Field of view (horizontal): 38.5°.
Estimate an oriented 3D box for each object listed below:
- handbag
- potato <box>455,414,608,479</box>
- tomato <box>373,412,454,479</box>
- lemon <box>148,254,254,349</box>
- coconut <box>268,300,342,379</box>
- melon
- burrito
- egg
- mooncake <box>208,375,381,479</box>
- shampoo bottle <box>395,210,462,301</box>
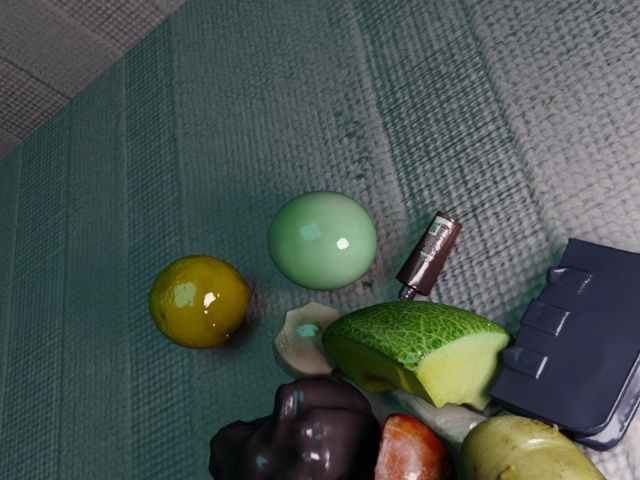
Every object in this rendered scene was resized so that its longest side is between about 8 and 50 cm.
[{"bbox_3d":[0.444,0.169,1.557,0.269,0.118,0.326,20,74,47],"label":"handbag"},{"bbox_3d":[0.341,0.422,1.402,0.270,0.219,0.359,106,147,-47],"label":"potato"},{"bbox_3d":[0.166,0.427,1.630,0.139,0.200,0.233,4,62,14],"label":"tomato"},{"bbox_3d":[-0.297,0.149,2.206,0.253,0.228,0.228,-11,59,45],"label":"lemon"},{"bbox_3d":[-0.023,0.210,1.926,0.170,0.183,0.171,2,66,-4],"label":"coconut"},{"bbox_3d":[0.152,0.208,1.699,0.343,0.331,0.226,19,111,44],"label":"melon"},{"bbox_3d":[0.221,0.321,1.725,0.082,0.059,0.275,-34,35,-20],"label":"burrito"},{"bbox_3d":[0.000,0.000,2.008,0.269,0.220,0.220,8,72,47],"label":"egg"},{"bbox_3d":[-0.058,0.459,1.783,0.381,0.212,0.351,-47,46,29],"label":"mooncake"},{"bbox_3d":[0.212,0.056,1.890,0.236,0.067,0.068,-60,32,-1],"label":"shampoo bottle"}]
